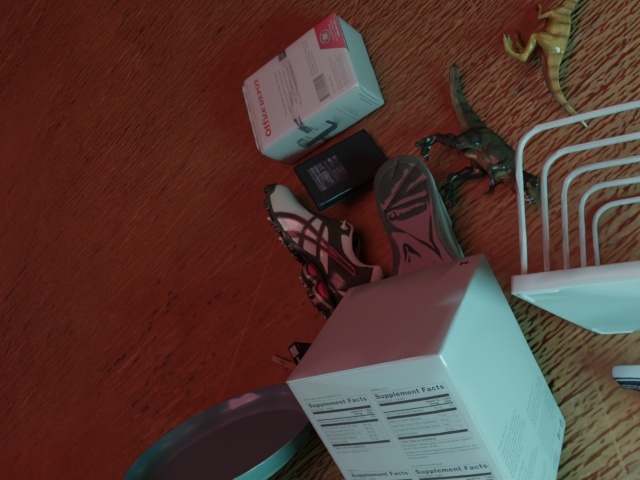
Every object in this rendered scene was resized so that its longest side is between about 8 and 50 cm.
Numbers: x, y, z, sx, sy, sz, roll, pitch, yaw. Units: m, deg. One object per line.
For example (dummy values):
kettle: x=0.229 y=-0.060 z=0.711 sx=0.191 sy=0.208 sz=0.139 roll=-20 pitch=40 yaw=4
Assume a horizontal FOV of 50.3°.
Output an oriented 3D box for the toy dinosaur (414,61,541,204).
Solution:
toy dinosaur: x=0.211 y=-0.129 z=0.982 sx=0.118 sy=0.064 sz=0.268 roll=-33 pitch=60 yaw=12

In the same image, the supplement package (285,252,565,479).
supplement package: x=0.135 y=0.193 z=0.802 sx=0.198 sy=0.199 sz=0.263 roll=-18 pitch=110 yaw=34

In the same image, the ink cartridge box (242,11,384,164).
ink cartridge box: x=-0.018 y=-0.253 z=1.170 sx=0.217 sy=0.092 sz=0.159 roll=-28 pitch=64 yaw=28

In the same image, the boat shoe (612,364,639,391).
boat shoe: x=0.413 y=0.186 z=0.746 sx=0.183 sy=0.065 sz=0.083 roll=3 pitch=80 yaw=38

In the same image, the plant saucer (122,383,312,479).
plant saucer: x=-0.144 y=0.315 z=1.030 sx=0.317 sy=0.317 sz=0.044 roll=-16 pitch=101 yaw=35

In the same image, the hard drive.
hard drive: x=0.036 y=-0.115 z=1.100 sx=0.135 sy=0.022 sz=0.094 roll=-29 pitch=59 yaw=-3

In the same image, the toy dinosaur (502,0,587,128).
toy dinosaur: x=0.312 y=-0.262 z=0.931 sx=0.112 sy=0.064 sz=0.212 roll=5 pitch=83 yaw=38

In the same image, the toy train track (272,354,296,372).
toy train track: x=-0.049 y=0.207 z=1.140 sx=0.083 sy=0.014 sz=0.048 roll=13 pitch=95 yaw=45

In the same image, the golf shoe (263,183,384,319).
golf shoe: x=0.000 y=0.000 z=1.111 sx=0.120 sy=0.105 sz=0.273 roll=-34 pitch=61 yaw=4

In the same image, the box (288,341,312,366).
box: x=-0.009 y=0.200 z=1.074 sx=0.018 sy=0.067 sz=0.083 roll=-43 pitch=58 yaw=21

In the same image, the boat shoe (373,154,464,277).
boat shoe: x=0.154 y=0.037 z=0.974 sx=0.118 sy=0.103 sz=0.321 roll=-20 pitch=73 yaw=23

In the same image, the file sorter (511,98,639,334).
file sorter: x=0.343 y=-0.010 z=0.716 sx=0.192 sy=0.277 sz=0.173 roll=-10 pitch=70 yaw=36
